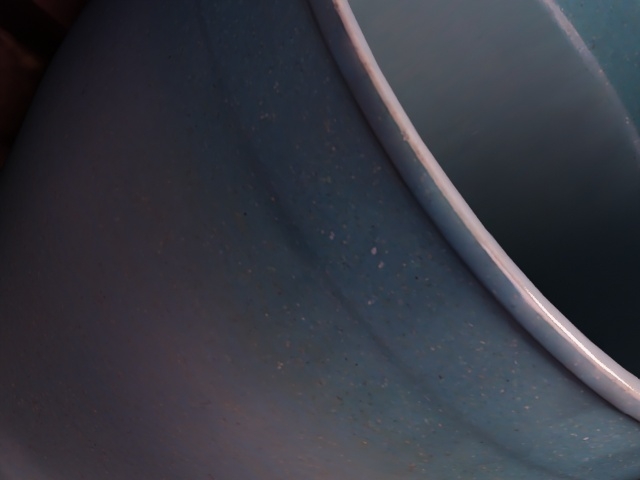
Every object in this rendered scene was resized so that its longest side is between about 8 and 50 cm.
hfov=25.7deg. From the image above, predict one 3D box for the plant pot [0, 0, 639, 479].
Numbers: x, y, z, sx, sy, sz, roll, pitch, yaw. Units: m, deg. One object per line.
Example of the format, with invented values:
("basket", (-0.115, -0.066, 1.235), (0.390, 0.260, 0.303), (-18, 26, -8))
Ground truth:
("plant pot", (0.000, 0.000, 0.528), (0.271, 0.272, 0.255), (29, 131, -35))
